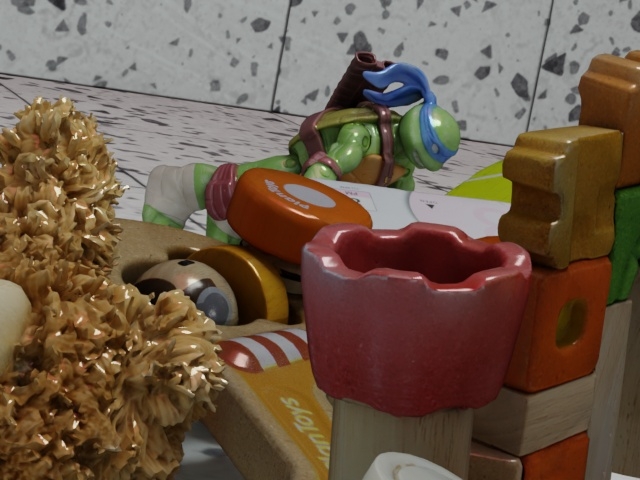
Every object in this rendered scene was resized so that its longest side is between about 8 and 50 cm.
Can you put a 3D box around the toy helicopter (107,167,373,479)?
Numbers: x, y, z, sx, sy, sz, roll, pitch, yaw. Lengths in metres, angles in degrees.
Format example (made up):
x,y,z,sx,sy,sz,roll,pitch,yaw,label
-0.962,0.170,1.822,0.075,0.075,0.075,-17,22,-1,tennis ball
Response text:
x,y,z,sx,sy,sz,roll,pitch,yaw,label
-0.049,0.072,0.866,0.235,0.140,0.355,12,19,-30,toy helicopter

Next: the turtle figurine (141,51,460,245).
x,y,z,sx,sy,sz,roll,pitch,yaw,label
0.000,0.000,1.421,0.266,0.275,0.198,-7,22,33,turtle figurine

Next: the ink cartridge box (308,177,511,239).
x,y,z,sx,sy,sz,roll,pitch,yaw,label
0.091,0.040,1.207,0.189,0.066,0.232,7,24,-15,ink cartridge box

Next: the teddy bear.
x,y,z,sx,sy,sz,roll,pitch,yaw,label
-0.186,0.022,0.755,0.245,0.113,0.338,-19,37,-9,teddy bear

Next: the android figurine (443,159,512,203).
x,y,z,sx,sy,sz,roll,pitch,yaw,label
0.187,-0.031,1.616,0.248,0.056,0.273,-9,15,41,android figurine

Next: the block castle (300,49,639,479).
x,y,z,sx,sy,sz,roll,pitch,yaw,label
0.228,0.043,0.710,0.303,0.213,0.453,16,19,39,block castle

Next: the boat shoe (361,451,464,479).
x,y,z,sx,sy,sz,roll,pitch,yaw,label
0.081,0.169,0.497,0.254,0.079,0.095,42,17,27,boat shoe
